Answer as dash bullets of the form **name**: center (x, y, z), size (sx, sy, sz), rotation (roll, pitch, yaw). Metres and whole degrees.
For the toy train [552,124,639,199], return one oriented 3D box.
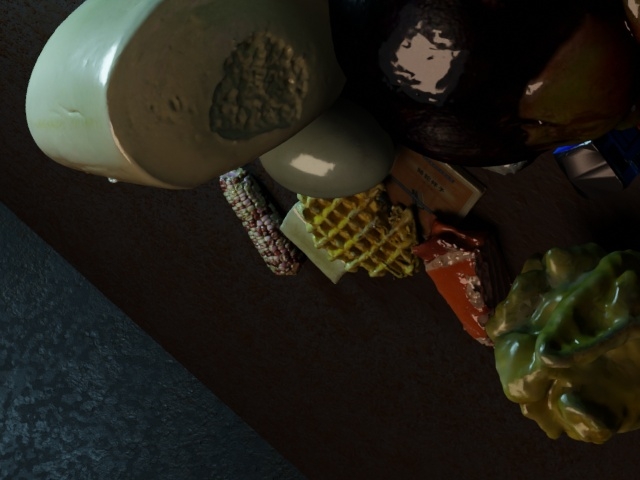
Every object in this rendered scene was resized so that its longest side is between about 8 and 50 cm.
- **toy train**: center (0.338, -0.166, 1.261), size (0.204, 0.131, 0.082), rotation (50, 155, -10)

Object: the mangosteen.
- **mangosteen**: center (0.220, -0.262, 1.035), size (0.435, 0.382, 0.382), rotation (5, 135, 36)

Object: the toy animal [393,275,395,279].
- **toy animal**: center (0.119, 0.047, 2.021), size (0.084, 0.028, 0.050), rotation (31, 160, 25)

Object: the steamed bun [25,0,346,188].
- **steamed bun**: center (-0.220, -0.287, 1.551), size (0.371, 0.456, 0.290), rotation (17, 133, 48)

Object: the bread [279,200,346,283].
- **bread**: center (0.000, 0.000, 2.092), size (0.178, 0.060, 0.139), rotation (45, 154, 2)

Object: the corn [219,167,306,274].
- **corn**: center (-0.124, -0.041, 2.194), size (0.092, 0.092, 0.281), rotation (2, 129, 55)

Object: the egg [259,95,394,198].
- **egg**: center (0.007, -0.162, 1.704), size (0.264, 0.183, 0.183), rotation (17, 143, 34)

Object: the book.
- **book**: center (0.184, -0.086, 1.742), size (0.170, 0.018, 0.242), rotation (41, 154, 9)

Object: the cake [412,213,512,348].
- **cake**: center (0.279, 0.077, 1.737), size (0.135, 0.098, 0.287), rotation (-14, 120, 47)

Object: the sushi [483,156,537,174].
- **sushi**: center (0.233, -0.194, 1.399), size (0.212, 0.115, 0.147), rotation (46, 151, 2)

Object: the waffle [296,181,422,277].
- **waffle**: center (0.071, -0.030, 1.867), size (0.250, 0.056, 0.261), rotation (12, 142, 27)

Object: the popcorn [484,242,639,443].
- **popcorn**: center (0.386, 0.137, 1.421), size (0.312, 0.312, 0.312), rotation (35, 153, 21)
